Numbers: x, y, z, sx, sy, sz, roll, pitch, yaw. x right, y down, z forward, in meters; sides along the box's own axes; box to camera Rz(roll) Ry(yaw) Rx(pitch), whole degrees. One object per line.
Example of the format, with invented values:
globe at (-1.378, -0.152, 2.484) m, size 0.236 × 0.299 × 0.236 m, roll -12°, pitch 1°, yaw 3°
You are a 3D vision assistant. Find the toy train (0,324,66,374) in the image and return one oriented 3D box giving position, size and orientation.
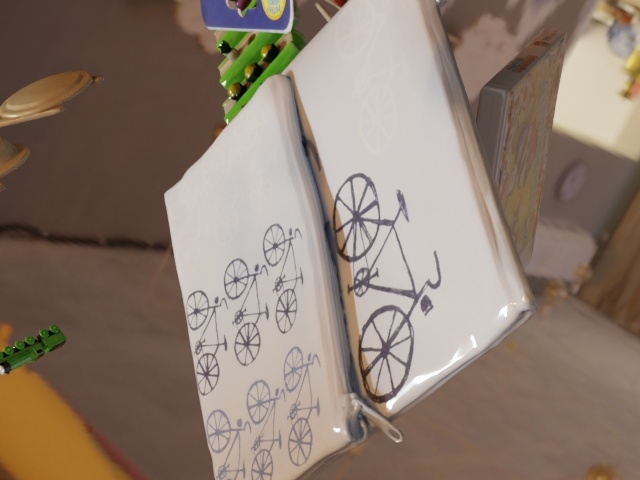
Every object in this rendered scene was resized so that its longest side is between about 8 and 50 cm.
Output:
toy train at (-0.273, 0.103, 1.196) m, size 0.083 × 0.017 × 0.024 m, roll -28°, pitch -104°, yaw -46°

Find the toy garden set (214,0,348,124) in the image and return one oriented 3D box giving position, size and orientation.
toy garden set at (-0.039, -0.214, 1.235) m, size 0.049 × 0.204 × 0.244 m, roll 29°, pitch -150°, yaw -29°

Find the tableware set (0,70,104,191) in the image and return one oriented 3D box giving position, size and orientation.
tableware set at (-0.222, -0.062, 0.801) m, size 0.141 × 0.020 × 0.169 m, roll -6°, pitch -152°, yaw 27°

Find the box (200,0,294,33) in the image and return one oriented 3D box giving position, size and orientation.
box at (-0.031, -0.220, 0.648) m, size 0.036 × 0.225 × 0.136 m, roll -6°, pitch -168°, yaw -24°

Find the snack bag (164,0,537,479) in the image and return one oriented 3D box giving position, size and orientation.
snack bag at (0.000, 0.000, 0.905) m, size 0.037 × 0.342 × 0.323 m, roll 12°, pitch -128°, yaw -35°

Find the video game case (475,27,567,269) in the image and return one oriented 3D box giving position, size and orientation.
video game case at (0.161, -0.048, 1.085) m, size 0.026 × 0.227 × 0.206 m, roll 13°, pitch -154°, yaw 19°
